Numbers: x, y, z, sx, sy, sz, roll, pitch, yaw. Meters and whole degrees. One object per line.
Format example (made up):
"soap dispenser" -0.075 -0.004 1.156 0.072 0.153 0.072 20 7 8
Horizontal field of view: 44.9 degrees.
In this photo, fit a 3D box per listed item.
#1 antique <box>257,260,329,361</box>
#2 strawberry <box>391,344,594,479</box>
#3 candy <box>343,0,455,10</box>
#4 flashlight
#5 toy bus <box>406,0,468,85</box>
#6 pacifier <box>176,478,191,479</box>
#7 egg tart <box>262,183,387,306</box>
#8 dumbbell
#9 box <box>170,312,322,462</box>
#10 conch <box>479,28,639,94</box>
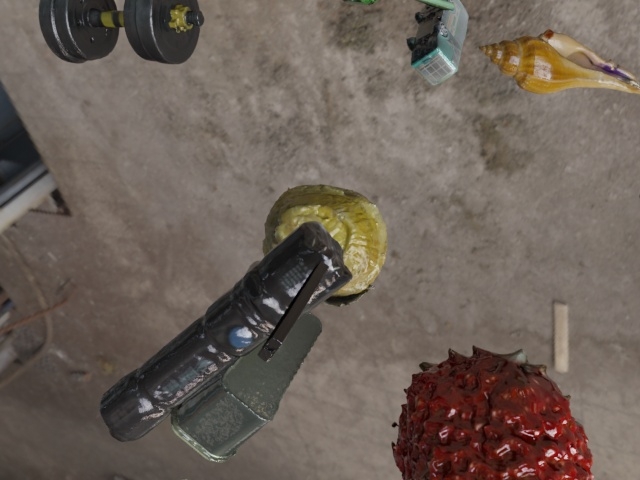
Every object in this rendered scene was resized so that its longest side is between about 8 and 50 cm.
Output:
"antique" -0.026 0.074 0.860 0.015 0.192 0.031 39 118 -3
"strawberry" 0.220 0.323 1.049 0.292 0.343 0.292 10 129 12
"candy" 0.145 -0.450 1.387 0.097 0.323 0.097 2 94 43
"flashlight" -0.141 0.134 1.058 0.424 0.103 0.103 -39 102 15
"toy bus" 0.260 -0.451 1.701 0.091 0.262 0.109 -28 120 39
"pacifier" -0.111 0.255 0.731 0.064 0.068 0.083 -22 130 25
"egg tart" 0.000 0.000 1.401 0.232 0.098 0.252 -45 75 9
"dumbbell" -0.411 -0.457 1.599 0.388 0.185 0.185 7 133 23
"box" -0.108 0.214 1.274 0.138 0.274 0.178 40 135 -8
"conch" 0.425 -0.299 1.373 0.330 0.109 0.093 12 142 -22
